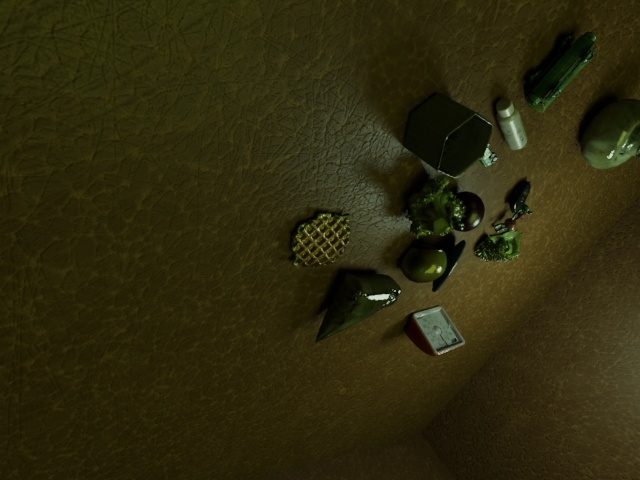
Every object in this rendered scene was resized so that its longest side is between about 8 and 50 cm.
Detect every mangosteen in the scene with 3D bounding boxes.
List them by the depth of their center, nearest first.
[{"bbox_3d":[0.584,-0.120,1.706,0.200,0.200,0.200,-21,136,-22],"label":"mangosteen"}]

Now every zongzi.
[{"bbox_3d":[0.161,0.304,1.758,0.323,0.160,0.360,7,120,-40],"label":"zongzi"}]

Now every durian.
[{"bbox_3d":[0.967,0.035,2.215,0.355,0.157,0.169,-3,91,-37],"label":"durian"}]

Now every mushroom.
[{"bbox_3d":[1.429,-0.503,1.942,0.352,0.260,0.352,-22,132,-26],"label":"mushroom"}]

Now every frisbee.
[{"bbox_3d":[0.601,0.115,1.944,0.289,0.049,0.289,-56,169,-16],"label":"frisbee"}]

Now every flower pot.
[{"bbox_3d":[0.420,-0.349,1.350,0.239,0.189,0.209,10,120,-41],"label":"flower pot"}]

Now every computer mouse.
[{"bbox_3d":[0.983,-0.219,2.011,0.099,0.057,0.172,14,105,-42],"label":"computer mouse"}]

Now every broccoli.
[{"bbox_3d":[0.454,-0.103,1.539,0.247,0.243,0.263,23,116,-4],"label":"broccoli"}]

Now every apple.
[{"bbox_3d":[0.473,0.105,1.827,0.207,0.174,0.188,-39,140,23],"label":"apple"}]

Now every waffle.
[{"bbox_3d":[0.000,0.000,1.449,0.238,0.059,0.243,-9,128,-28],"label":"waffle"}]

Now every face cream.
[{"bbox_3d":[0.746,-0.457,1.590,0.082,0.082,0.269,-48,139,9],"label":"face cream"}]

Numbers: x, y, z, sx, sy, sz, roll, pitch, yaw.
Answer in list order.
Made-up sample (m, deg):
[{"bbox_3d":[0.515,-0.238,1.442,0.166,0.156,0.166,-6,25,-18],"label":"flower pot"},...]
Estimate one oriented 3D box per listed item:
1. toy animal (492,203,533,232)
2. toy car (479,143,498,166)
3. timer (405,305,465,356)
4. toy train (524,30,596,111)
[{"bbox_3d":[0.988,-0.112,2.079,0.208,0.100,0.103,-32,138,-4],"label":"toy animal"},{"bbox_3d":[0.645,-0.357,1.612,0.062,0.071,0.165,-39,142,20],"label":"toy car"},{"bbox_3d":[0.640,0.523,2.259,0.257,0.250,0.161,-7,130,-34],"label":"timer"},{"bbox_3d":[0.896,-0.638,1.538,0.307,0.126,0.189,-51,171,11],"label":"toy train"}]
